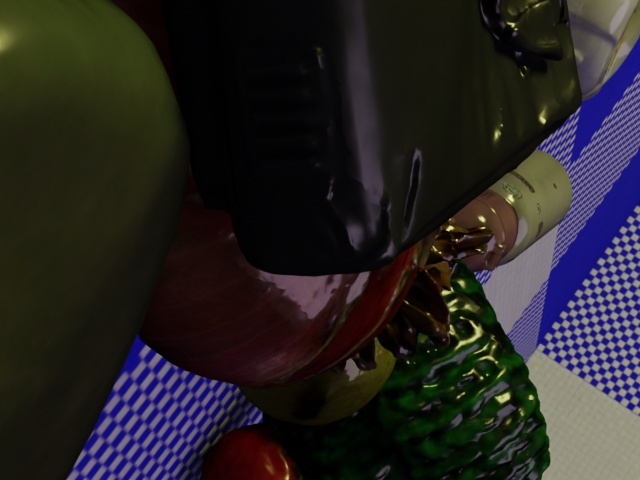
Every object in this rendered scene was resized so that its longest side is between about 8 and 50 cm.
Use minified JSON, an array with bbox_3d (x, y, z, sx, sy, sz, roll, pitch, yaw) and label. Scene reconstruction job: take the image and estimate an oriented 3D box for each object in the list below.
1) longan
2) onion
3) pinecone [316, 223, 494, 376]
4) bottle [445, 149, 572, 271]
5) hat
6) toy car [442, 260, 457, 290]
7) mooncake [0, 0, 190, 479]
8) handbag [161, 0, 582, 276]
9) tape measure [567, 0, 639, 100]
[{"bbox_3d":[-0.009,0.067,1.098,0.155,0.176,0.145,-33,136,30],"label":"longan"},{"bbox_3d":[-0.029,-0.049,0.651,0.161,0.248,0.248,-33,170,17],"label":"onion"},{"bbox_3d":[-0.004,0.004,0.853,0.179,0.205,0.184,77,37,-72],"label":"pinecone"},{"bbox_3d":[0.200,-0.030,1.532,0.233,0.110,0.110,-29,148,-56],"label":"bottle"},{"bbox_3d":[0.028,0.166,1.259,0.332,0.274,0.242,-26,148,-2],"label":"hat"},{"bbox_3d":[0.024,-0.012,0.985,0.062,0.165,0.071,0,124,-56],"label":"toy car"},{"bbox_3d":[-0.204,0.037,0.396,0.351,0.187,0.351,-46,163,-19],"label":"mooncake"},{"bbox_3d":[0.025,-0.142,0.495,0.244,0.088,0.275,-33,119,-54],"label":"handbag"},{"bbox_3d":[0.275,-0.241,1.324,0.236,0.120,0.197,-61,169,-1],"label":"tape measure"}]
